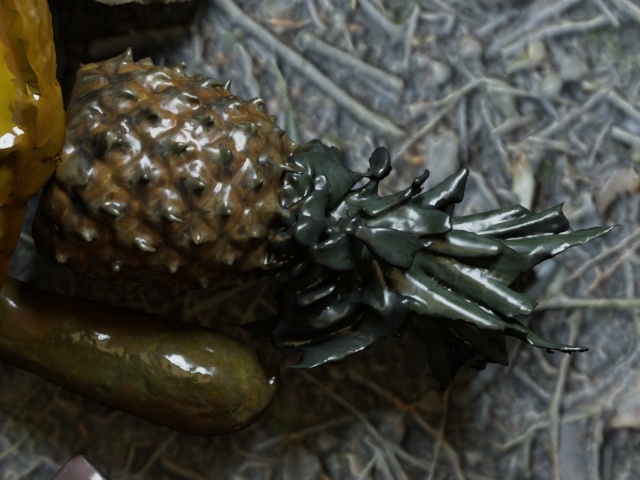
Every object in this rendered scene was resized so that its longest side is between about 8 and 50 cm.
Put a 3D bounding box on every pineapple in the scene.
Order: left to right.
[{"bbox_3d":[-0.001,0.003,1.272,0.364,0.165,0.165,20,84,-3],"label":"pineapple"}]

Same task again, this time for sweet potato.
[{"bbox_3d":[-0.161,0.065,1.300,0.273,0.075,0.075,19,84,3],"label":"sweet potato"}]

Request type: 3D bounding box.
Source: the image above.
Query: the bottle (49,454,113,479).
[{"bbox_3d":[-0.186,0.206,1.291,0.053,0.053,0.140,41,85,1],"label":"bottle"}]

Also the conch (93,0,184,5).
[{"bbox_3d":[-0.175,-0.259,1.265,0.291,0.210,0.159,12,109,-15],"label":"conch"}]

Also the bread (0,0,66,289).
[{"bbox_3d":[-0.338,-0.091,1.170,0.398,0.215,0.398,12,113,31],"label":"bread"}]
